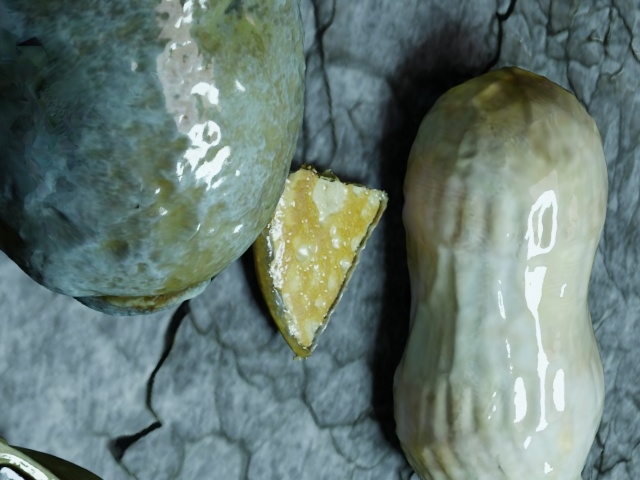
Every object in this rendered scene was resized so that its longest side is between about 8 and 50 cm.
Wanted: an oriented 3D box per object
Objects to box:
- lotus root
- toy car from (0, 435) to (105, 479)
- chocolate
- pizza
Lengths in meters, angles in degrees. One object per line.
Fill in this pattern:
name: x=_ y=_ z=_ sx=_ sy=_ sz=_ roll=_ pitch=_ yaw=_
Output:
lotus root: x=-0.099 y=-0.119 z=0.768 sx=0.175 sy=0.175 sz=0.349 roll=-29 pitch=122 yaw=-37
toy car: x=-0.207 y=0.130 z=0.799 sx=0.257 sy=0.101 sz=0.124 roll=-16 pitch=113 yaw=-41
chocolate: x=0.110 y=0.045 z=1.090 sx=0.134 sy=0.134 sz=0.309 roll=-22 pitch=118 yaw=-40
pizza: x=0.000 y=0.000 z=1.027 sx=0.108 sy=0.026 sz=0.123 roll=-32 pitch=124 yaw=-39
